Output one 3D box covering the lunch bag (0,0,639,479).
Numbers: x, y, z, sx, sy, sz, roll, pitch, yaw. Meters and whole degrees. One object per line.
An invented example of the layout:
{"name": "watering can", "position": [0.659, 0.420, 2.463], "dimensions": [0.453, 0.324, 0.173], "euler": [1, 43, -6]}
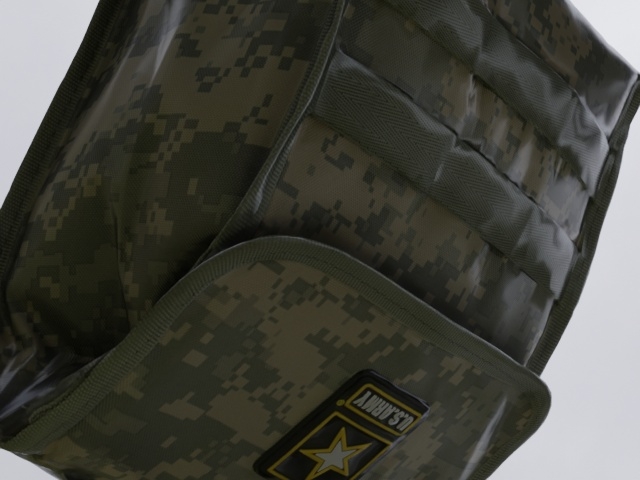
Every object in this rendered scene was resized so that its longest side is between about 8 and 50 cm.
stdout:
{"name": "lunch bag", "position": [0.000, 0.000, 0.576], "dimensions": [0.169, 0.287, 0.235], "euler": [10, -16, 42]}
